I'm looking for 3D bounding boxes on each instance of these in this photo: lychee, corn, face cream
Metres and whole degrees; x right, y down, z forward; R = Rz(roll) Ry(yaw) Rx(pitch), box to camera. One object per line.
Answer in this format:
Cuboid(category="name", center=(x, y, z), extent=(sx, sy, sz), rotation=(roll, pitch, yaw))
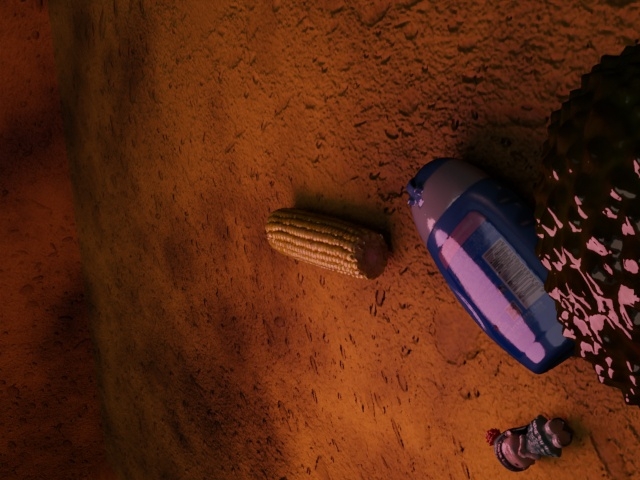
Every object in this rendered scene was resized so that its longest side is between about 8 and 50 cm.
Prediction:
Cuboid(category="lychee", center=(0.282, 0.004, 0.444), extent=(0.270, 0.270, 0.320), rotation=(-19, 75, 55))
Cuboid(category="corn", center=(0.000, 0.000, 0.989), extent=(0.248, 0.081, 0.081), rotation=(16, 117, 51))
Cuboid(category="face cream", center=(0.189, 0.016, 0.730), extent=(0.264, 0.083, 0.149), rotation=(55, 141, 24))

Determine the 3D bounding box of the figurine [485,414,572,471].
Cuboid(category="figurine", center=(0.246, 0.237, 0.779), extent=(0.060, 0.047, 0.106), rotation=(49, 138, 6))
